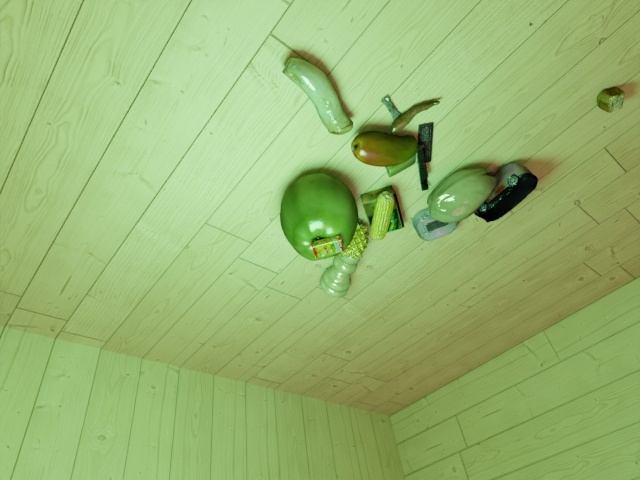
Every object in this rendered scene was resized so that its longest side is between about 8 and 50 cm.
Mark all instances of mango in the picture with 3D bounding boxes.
[{"bbox_3d":[0.258,-0.364,1.788,0.290,0.146,0.129,1,140,-14],"label":"mango"}]

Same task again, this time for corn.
[{"bbox_3d":[0.277,-0.110,2.007,0.081,0.081,0.248,-2,134,-8],"label":"corn"}]

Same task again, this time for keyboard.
[{"bbox_3d":[0.439,-0.405,1.878,0.064,0.010,0.197,-9,137,2],"label":"keyboard"}]

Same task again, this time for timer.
[{"bbox_3d":[0.565,-0.088,2.195,0.209,0.069,0.190,-23,133,15],"label":"timer"}]

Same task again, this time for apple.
[{"bbox_3d":[-0.002,-0.098,1.895,0.358,0.357,0.357,-6,136,-5],"label":"apple"}]

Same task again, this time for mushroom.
[{"bbox_3d":[0.000,-0.517,1.620,0.123,0.094,0.351,-16,138,32],"label":"mushroom"}]

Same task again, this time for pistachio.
[{"bbox_3d":[0.632,-0.203,1.991,0.332,0.207,0.226,-36,139,8],"label":"pistachio"}]

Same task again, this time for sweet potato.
[{"bbox_3d":[0.362,-0.493,1.747,0.214,0.050,0.050,-33,132,14],"label":"sweet potato"}]

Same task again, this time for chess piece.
[{"bbox_3d":[0.115,0.134,2.281,0.167,0.166,0.299,8,129,-19],"label":"chess piece"}]

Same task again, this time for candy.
[{"bbox_3d":[0.028,0.024,1.757,0.122,0.038,0.062,-14,128,5],"label":"candy"}]

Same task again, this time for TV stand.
[{"bbox_3d":[0.443,-0.315,1.938,0.036,0.042,0.249,-11,141,11],"label":"TV stand"}]

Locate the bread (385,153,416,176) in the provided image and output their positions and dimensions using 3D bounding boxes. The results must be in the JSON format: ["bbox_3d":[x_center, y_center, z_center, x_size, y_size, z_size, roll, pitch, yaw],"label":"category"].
[{"bbox_3d":[0.349,-0.324,1.893,0.140,0.084,0.074,-6,135,-6],"label":"bread"}]

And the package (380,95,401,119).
[{"bbox_3d":[0.271,-0.513,1.730,0.037,0.015,0.110,-35,133,17],"label":"package"}]

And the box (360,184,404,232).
[{"bbox_3d":[0.290,-0.133,2.091,0.160,0.071,0.240,-19,136,6],"label":"box"}]

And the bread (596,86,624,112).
[{"bbox_3d":[1.172,-0.567,1.807,0.077,0.070,0.083,-19,134,7],"label":"bread"}]

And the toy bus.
[{"bbox_3d":[0.829,-0.220,2.046,0.128,0.147,0.302,17,128,-33],"label":"toy bus"}]

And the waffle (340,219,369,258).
[{"bbox_3d":[0.136,-0.015,2.131,0.193,0.070,0.196,7,91,-3],"label":"waffle"}]
